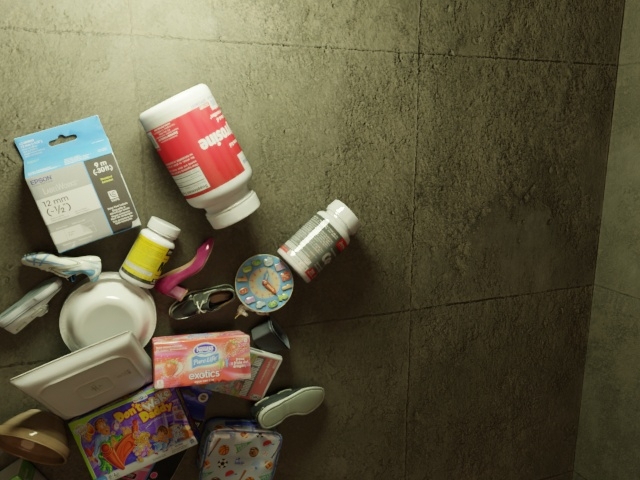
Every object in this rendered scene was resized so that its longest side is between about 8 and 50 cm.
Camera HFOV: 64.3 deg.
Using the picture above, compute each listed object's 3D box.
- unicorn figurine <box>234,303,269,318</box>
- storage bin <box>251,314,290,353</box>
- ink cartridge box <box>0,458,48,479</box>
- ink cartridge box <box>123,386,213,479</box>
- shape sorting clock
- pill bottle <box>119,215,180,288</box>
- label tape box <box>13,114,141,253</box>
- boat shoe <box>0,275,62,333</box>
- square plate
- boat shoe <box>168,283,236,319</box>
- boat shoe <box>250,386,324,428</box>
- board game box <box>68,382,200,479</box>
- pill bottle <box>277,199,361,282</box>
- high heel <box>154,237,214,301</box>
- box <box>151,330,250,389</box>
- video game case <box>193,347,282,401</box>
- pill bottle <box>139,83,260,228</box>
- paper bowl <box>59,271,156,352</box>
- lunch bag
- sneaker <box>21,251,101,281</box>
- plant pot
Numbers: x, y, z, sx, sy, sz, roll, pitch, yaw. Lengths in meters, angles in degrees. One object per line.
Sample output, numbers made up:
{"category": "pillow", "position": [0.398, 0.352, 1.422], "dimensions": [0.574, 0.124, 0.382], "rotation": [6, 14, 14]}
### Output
{"category": "unicorn figurine", "position": [-0.227, 0.227, 1.823], "dimensions": [0.111, 0.060, 0.162], "rotation": [28, 76, -14]}
{"category": "storage bin", "position": [-0.185, 0.346, 1.840], "dimensions": [0.091, 0.098, 0.135], "rotation": [-28, 126, 4]}
{"category": "ink cartridge box", "position": [-0.963, 0.871, 1.634], "dimensions": [0.198, 0.115, 0.273], "rotation": [-34, 111, -12]}
{"category": "ink cartridge box", "position": [-0.538, 0.678, 1.790], "dimensions": [0.176, 0.069, 0.371], "rotation": [29, 87, -23]}
{"category": "shape sorting clock", "position": [-0.197, 0.150, 1.792], "dimensions": [0.206, 0.040, 0.206], "rotation": [3, 77, -14]}
{"category": "pill bottle", "position": [-0.540, 0.036, 1.623], "dimensions": [0.119, 0.119, 0.208], "rotation": [28, 91, -24]}
{"category": "label tape box", "position": [-0.719, -0.169, 1.517], "dimensions": [0.249, 0.115, 0.347], "rotation": [-21, 109, -16]}
{"category": "boat shoe", "position": [-0.873, 0.198, 1.560], "dimensions": [0.226, 0.083, 0.076], "rotation": [-34, 123, 1]}
{"category": "square plate", "position": [-0.699, 0.435, 1.574], "dimensions": [0.344, 0.049, 0.347], "rotation": [-22, 147, -15]}
{"category": "boat shoe", "position": [-0.402, 0.212, 1.737], "dimensions": [0.233, 0.079, 0.084], "rotation": [-19, 107, -15]}
{"category": "boat shoe", "position": [-0.121, 0.607, 1.915], "dimensions": [0.302, 0.091, 0.114], "rotation": [-4, 102, -39]}
{"category": "board game box", "position": [-0.609, 0.625, 1.686], "dimensions": [0.347, 0.078, 0.233], "rotation": [-22, 96, -6]}
{"category": "pill bottle", "position": [0.000, 0.000, 1.800], "dimensions": [0.283, 0.161, 0.161], "rotation": [-44, 112, -7]}
{"category": "high heel", "position": [-0.455, 0.077, 1.696], "dimensions": [0.117, 0.082, 0.244], "rotation": [32, 93, -14]}
{"category": "box", "position": [-0.388, 0.380, 1.650], "dimensions": [0.300, 0.154, 0.142], "rotation": [-1, 87, -20]}
{"category": "video game case", "position": [-0.305, 0.464, 1.819], "dimensions": [0.285, 0.025, 0.204], "rotation": [20, 107, -19]}
{"category": "pill bottle", "position": [-0.356, -0.250, 1.576], "dimensions": [0.229, 0.229, 0.407], "rotation": [-32, 111, -12]}
{"category": "paper bowl", "position": [-0.666, 0.250, 1.606], "dimensions": [0.284, 0.148, 0.284], "rotation": [-4, 102, -19]}
{"category": "lunch bag", "position": [-0.292, 0.772, 1.876], "dimensions": [0.303, 0.115, 0.243], "rotation": [11, 95, -22]}
{"category": "sneaker", "position": [-0.782, 0.079, 1.529], "dimensions": [0.237, 0.085, 0.086], "rotation": [6, 87, 0]}
{"category": "plant pot", "position": [-0.882, 0.603, 1.587], "dimensions": [0.237, 0.237, 0.109], "rotation": [37, 43, -23]}
